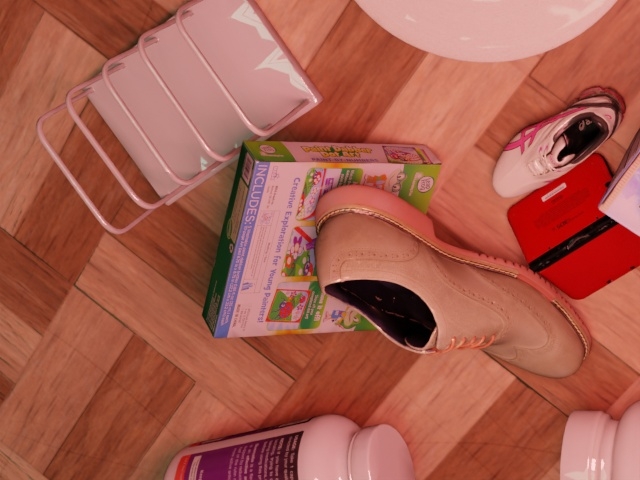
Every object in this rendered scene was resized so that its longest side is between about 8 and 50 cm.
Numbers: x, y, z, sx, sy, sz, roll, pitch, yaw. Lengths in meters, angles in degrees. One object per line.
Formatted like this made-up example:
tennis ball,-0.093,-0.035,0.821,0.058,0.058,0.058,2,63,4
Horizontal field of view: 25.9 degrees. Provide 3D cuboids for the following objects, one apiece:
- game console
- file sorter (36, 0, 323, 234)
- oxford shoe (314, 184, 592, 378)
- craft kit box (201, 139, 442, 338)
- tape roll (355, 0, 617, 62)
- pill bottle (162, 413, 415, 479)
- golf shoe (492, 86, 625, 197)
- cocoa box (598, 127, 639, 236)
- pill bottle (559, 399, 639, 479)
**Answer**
game console,0.315,-0.015,1.651,0.144,0.085,0.124,-35,65,31
file sorter,-0.182,-0.159,1.708,0.277,0.173,0.193,-31,98,32
oxford shoe,0.150,0.089,1.628,0.397,0.146,0.140,27,139,-20
craft kit box,0.000,0.000,1.679,0.246,0.061,0.250,1,122,-25
tape roll,0.178,-0.387,1.507,0.392,0.072,0.392,9,115,20
pill bottle,-0.043,0.337,1.866,0.323,0.181,0.181,-16,106,29
golf shoe,0.262,-0.105,1.591,0.067,0.086,0.186,47,123,-4
cocoa box,0.501,-0.058,1.421,0.347,0.231,0.228,34,121,5
pill bottle,0.442,0.273,1.635,0.301,0.169,0.169,2,113,22
